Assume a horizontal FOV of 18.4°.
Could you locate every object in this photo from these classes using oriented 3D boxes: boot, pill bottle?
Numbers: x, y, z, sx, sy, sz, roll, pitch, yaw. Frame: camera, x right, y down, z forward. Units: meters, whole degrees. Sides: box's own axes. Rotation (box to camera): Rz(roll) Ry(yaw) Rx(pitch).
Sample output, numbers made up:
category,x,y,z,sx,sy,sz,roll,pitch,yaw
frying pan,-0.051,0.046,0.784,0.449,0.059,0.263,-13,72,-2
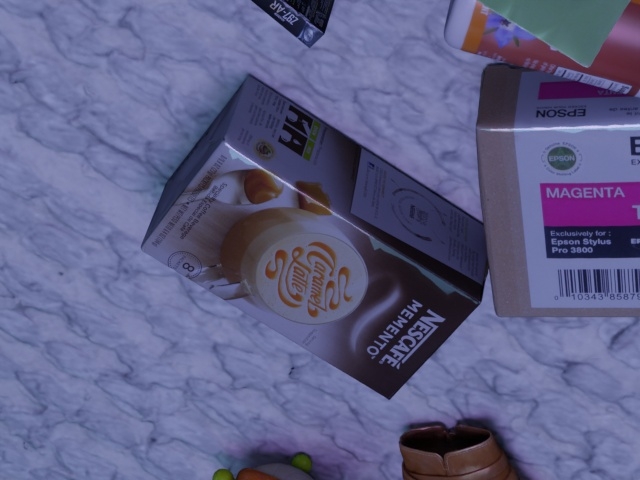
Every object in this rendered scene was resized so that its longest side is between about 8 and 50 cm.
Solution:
category,x,y,z,sx,sy,sz,roll,pitch,yaw
boot,0.169,0.230,1.765,0.197,0.073,0.152,-7,121,13
pill bottle,0.206,-0.172,1.422,0.216,0.121,0.121,14,128,0

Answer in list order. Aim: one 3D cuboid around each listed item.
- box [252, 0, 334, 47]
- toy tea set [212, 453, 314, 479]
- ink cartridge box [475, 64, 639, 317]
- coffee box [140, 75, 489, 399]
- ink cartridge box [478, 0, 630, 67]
category,x,y,z,sx,sy,sz,roll,pitch,yaw
box,-0.021,-0.190,1.478,0.067,0.083,0.018,38,124,-18
toy tea set,0.048,0.305,1.823,0.200,0.124,0.336,12,158,47
ink cartridge box,0.245,-0.038,1.536,0.235,0.088,0.193,-1,127,13
coffee box,0.000,0.000,1.607,0.246,0.098,0.141,31,127,-12
ink cartridge box,0.125,-0.249,1.338,0.235,0.056,0.171,32,89,6
